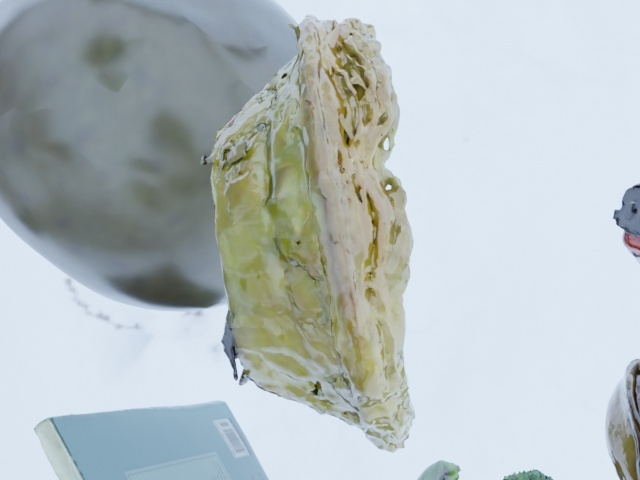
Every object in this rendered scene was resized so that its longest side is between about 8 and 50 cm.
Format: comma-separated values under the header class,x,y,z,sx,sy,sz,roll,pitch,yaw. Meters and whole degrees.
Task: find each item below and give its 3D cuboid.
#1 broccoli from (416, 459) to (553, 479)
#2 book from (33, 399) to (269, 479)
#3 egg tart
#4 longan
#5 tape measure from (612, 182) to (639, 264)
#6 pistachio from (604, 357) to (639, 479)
class,x,y,z,sx,sy,sz,roll,pitch,yaw
broccoli,0.233,0.438,1.467,0.297,0.297,0.297,39,115,-10
book,-0.138,0.296,1.171,0.031,0.379,0.264,-37,72,15
egg tart,-0.001,-0.001,0.507,0.090,0.212,0.212,-5,89,5
longan,-0.146,-0.104,0.990,0.361,0.361,0.360,1,93,31
tape measure,0.545,0.012,1.462,0.260,0.253,0.114,23,91,23
pistachio,0.356,0.212,1.065,0.131,0.165,0.210,-22,51,35
